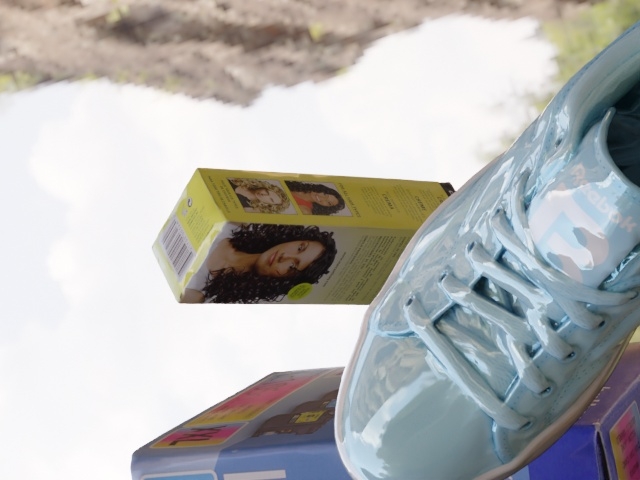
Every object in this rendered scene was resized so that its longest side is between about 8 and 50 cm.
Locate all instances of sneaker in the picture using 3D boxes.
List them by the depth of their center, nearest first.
[{"bbox_3d":[0.124,-0.008,0.885,0.135,0.366,0.150,42,-170,15],"label":"sneaker"}]

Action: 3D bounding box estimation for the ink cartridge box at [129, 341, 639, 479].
[{"bbox_3d":[0.105,0.173,1.245,0.270,0.396,0.151,-24,-72,-68],"label":"ink cartridge box"}]

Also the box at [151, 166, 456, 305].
[{"bbox_3d":[0.000,0.000,1.282,0.232,0.087,0.058,0,-134,-37],"label":"box"}]
